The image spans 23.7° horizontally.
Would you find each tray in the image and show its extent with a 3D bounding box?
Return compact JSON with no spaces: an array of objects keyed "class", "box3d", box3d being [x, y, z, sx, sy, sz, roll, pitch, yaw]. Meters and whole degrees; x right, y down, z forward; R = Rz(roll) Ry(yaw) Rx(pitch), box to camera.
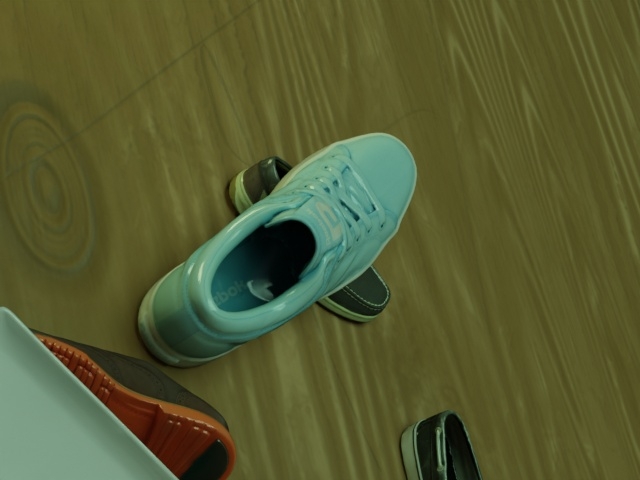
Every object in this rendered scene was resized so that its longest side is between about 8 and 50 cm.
[{"class":"tray","box3d":[-0.228,0.197,1.290,0.145,0.030,0.270,-44,101,-8]}]

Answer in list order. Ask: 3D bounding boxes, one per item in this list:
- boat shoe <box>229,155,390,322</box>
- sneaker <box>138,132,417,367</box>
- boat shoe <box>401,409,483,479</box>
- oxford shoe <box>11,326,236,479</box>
[{"class":"boat shoe","box3d":[0.000,-0.001,1.640,0.223,0.073,0.080,44,43,-14]},{"class":"sneaker","box3d":[-0.008,0.001,1.506,0.366,0.150,0.135,-42,99,-31]},{"class":"boat shoe","box3d":[0.146,0.288,1.603,0.078,0.070,0.219,1,65,-44]},{"class":"oxford shoe","box3d":[-0.205,0.140,1.365,0.271,0.097,0.098,30,14,-19]}]
